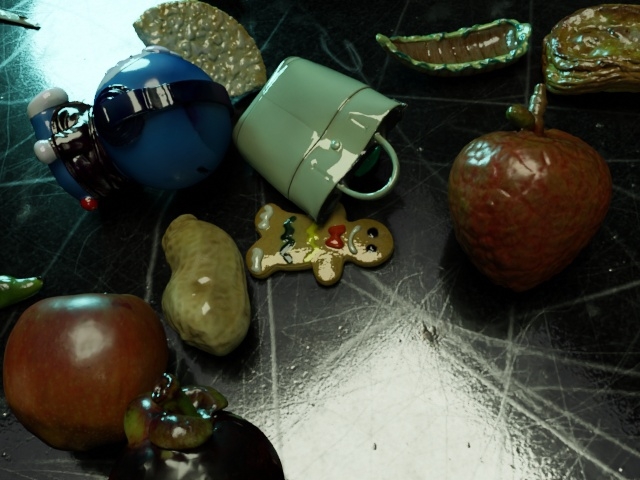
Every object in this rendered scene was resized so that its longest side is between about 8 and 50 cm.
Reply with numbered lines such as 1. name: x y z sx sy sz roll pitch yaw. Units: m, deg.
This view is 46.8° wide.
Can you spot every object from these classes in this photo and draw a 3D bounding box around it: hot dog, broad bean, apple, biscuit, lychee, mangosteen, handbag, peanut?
1. hot dog: 0.533 -0.335 1.317 0.259 0.114 0.175 0 60 6
2. broad bean: -0.553 0.089 1.203 0.195 0.046 0.061 -3 61 6
3. apple: -0.324 0.181 1.034 0.230 0.230 0.230 -2 59 4
4. biscuit: 0.000 -0.001 1.212 0.240 0.035 0.158 0 61 6
5. biscuit: -0.219 -0.335 1.355 0.265 0.040 0.188 26 87 -25
6. lychee: 0.310 -0.077 1.103 0.255 0.300 0.255 10 19 -4
7. mangosteen: -0.161 0.289 0.921 0.228 0.228 0.265 -11 102 -1
8. handbag: 0.016 -0.159 1.232 0.315 0.109 0.241 37 92 28
9. peanut: -0.182 0.062 1.140 0.137 0.122 0.253 -14 56 6

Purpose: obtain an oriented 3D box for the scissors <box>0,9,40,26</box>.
1. scissors: -0.691 -0.487 1.582 0.212 0.021 0.110 17 64 16

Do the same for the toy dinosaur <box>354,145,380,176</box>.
1. toy dinosaur: 0.064 -0.177 1.305 0.096 0.059 0.132 21 71 8

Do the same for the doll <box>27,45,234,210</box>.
1. doll: -0.297 -0.186 1.234 0.310 0.284 0.240 -24 84 11

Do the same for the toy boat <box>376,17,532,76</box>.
1. toy boat: 0.241 -0.354 1.370 0.293 0.099 0.108 -6 58 -7
